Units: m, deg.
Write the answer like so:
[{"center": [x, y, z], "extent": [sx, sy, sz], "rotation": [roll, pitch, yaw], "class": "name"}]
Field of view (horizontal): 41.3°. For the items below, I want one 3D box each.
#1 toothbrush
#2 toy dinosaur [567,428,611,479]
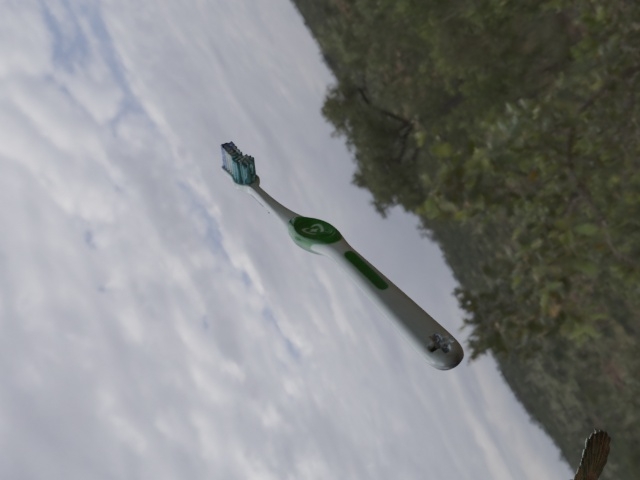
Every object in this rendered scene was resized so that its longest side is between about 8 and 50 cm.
[{"center": [0.000, 0.002, 0.595], "extent": [0.304, 0.030, 0.030], "rotation": [43, 175, 46], "class": "toothbrush"}, {"center": [0.192, 0.185, 0.626], "extent": [0.044, 0.106, 0.187], "rotation": [7, 140, 41], "class": "toy dinosaur"}]
